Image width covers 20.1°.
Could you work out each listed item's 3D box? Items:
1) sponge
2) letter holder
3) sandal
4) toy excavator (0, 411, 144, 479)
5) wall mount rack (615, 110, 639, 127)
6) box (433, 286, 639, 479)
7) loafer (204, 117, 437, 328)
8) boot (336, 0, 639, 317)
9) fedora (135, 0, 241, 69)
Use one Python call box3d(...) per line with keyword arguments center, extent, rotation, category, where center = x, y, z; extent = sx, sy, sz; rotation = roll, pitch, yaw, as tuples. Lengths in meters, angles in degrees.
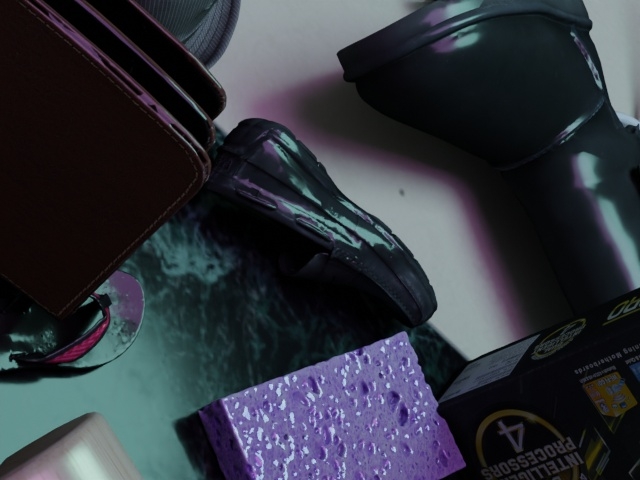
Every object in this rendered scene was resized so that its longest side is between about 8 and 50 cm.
box3d(center=(0.012, 0.147, 1.326), extent=(0.210, 0.031, 0.117), rotation=(-16, 80, -47), category="sponge")
box3d(center=(-0.201, -0.132, 1.107), extent=(0.302, 0.214, 0.152), rotation=(38, 47, -11), category="letter holder")
box3d(center=(-0.179, 0.055, 1.185), extent=(0.179, 0.040, 0.067), rotation=(-13, 77, -46), category="sandal")
box3d(center=(-0.307, 0.244, 0.729), extent=(0.222, 0.433, 0.445), rotation=(58, 23, -4), category="toy excavator")
box3d(center=(0.425, -0.082, 1.771), extent=(0.350, 0.130, 0.304), rotation=(29, 51, -31), category="wall mount rack")
box3d(center=(0.311, 0.176, 1.330), extent=(0.318, 0.395, 0.097), rotation=(54, 42, -9), category="box")
box3d(center=(0.000, 0.000, 1.372), extent=(0.223, 0.076, 0.078), rotation=(43, 75, -25), category="loafer")
box3d(center=(0.213, 0.012, 1.488), extent=(0.367, 0.146, 0.445), rotation=(-15, 82, -57), category="boot")
box3d(center=(-0.129, -0.242, 1.329), extent=(0.244, 0.124, 0.275), rotation=(51, 43, -11), category="fedora")
